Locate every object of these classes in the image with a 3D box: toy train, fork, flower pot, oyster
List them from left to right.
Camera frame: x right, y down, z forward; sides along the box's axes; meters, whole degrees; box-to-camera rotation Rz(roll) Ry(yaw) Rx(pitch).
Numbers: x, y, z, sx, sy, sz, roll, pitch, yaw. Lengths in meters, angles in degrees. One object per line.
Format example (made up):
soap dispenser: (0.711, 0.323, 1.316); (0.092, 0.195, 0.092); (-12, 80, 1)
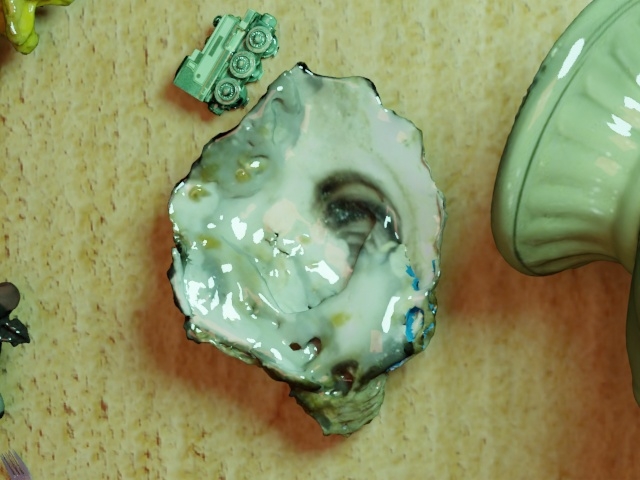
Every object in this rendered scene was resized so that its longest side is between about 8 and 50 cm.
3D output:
fork: (-0.213, 0.211, 1.381); (0.016, 0.012, 0.115); (-24, 90, 15)
toy train: (-0.066, -0.134, 1.338); (0.053, 0.033, 0.083); (32, 96, 13)
oyster: (0.000, 0.000, 1.301); (0.214, 0.083, 0.223); (38, 92, 6)
flower pot: (0.263, -0.021, 1.154); (0.244, 0.307, 0.307); (33, 97, 29)

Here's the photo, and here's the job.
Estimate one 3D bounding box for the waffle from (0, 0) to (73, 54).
waffle: (-0.286, -0.277, 1.369); (0.293, 0.069, 0.260); (33, 94, 12)

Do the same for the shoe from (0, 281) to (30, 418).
shoe: (-0.341, 0.022, 1.352); (0.291, 0.114, 0.137); (29, 101, 8)
